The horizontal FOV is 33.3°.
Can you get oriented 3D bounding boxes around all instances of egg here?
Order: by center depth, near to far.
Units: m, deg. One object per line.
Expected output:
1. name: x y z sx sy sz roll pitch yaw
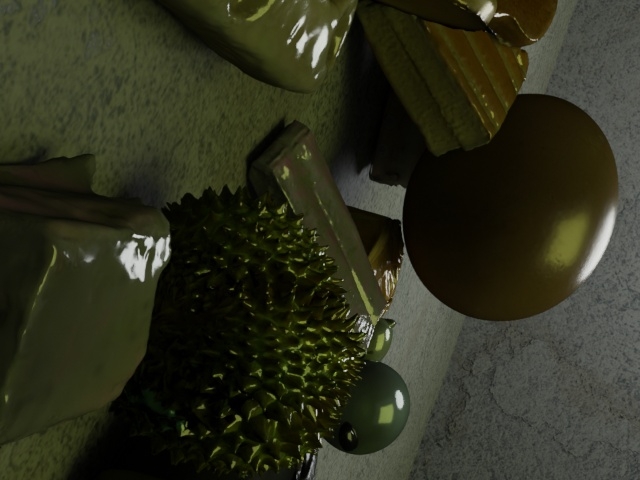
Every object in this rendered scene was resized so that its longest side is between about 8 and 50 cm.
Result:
1. egg: 0.282 -0.057 1.577 0.301 0.301 0.374 87 28 -55

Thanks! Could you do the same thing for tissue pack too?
1. tissue pack: 0.184 -0.221 1.727 0.215 0.123 0.257 -37 146 -62

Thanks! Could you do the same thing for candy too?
1. candy: -0.214 0.036 0.777 0.195 0.137 0.185 -10 120 -68

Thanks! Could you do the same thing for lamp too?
1. lamp: 0.069 0.255 1.892 0.198 0.197 0.244 28 61 -73

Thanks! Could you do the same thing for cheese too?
1. cheese: -0.016 -0.308 0.978 0.351 0.129 0.328 -63 161 -11

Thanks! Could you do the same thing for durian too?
1. durian: -0.095 0.099 1.027 0.224 0.291 0.291 -37 146 -44

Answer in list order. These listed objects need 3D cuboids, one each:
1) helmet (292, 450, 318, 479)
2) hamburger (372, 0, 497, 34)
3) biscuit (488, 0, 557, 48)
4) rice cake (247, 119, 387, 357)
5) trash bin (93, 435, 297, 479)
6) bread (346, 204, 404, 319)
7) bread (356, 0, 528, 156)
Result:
1. helmet: -0.084 0.268 1.456 0.253 0.154 0.198 -82 171 -73
2. hamburger: 0.114 -0.341 1.204 0.149 0.237 0.237 -70 163 6
3. biscuit: 0.210 -0.395 1.414 0.344 0.057 0.287 46 51 -34
4. rice cake: 0.001 0.000 1.342 0.106 0.050 0.298 -51 125 -43
5. trash bin: -0.134 0.276 1.197 0.214 0.214 0.334 91 22 -50
6. bread: 0.027 0.057 1.557 0.250 0.133 0.179 -55 155 -45
7. bread: 0.173 -0.280 1.469 0.246 0.111 0.239 57 39 -21
